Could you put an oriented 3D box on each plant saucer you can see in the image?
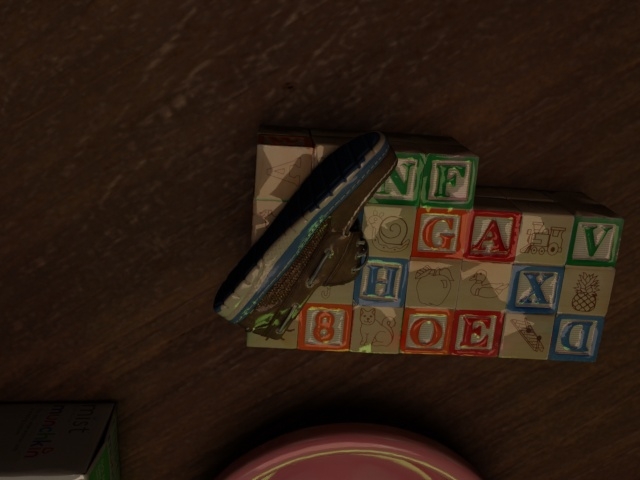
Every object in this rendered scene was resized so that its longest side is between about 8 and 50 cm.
[{"bbox_3d":[0.023,0.314,0.752,0.332,0.084,0.332,-1,109,-3],"label":"plant saucer"}]

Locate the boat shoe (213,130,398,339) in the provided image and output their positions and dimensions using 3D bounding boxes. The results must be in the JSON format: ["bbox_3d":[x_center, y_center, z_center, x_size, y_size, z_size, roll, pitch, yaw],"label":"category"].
[{"bbox_3d":[0.000,0.000,0.568,0.066,0.066,0.183,36,112,-18],"label":"boat shoe"}]

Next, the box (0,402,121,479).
[{"bbox_3d":[-0.301,0.290,0.703,0.231,0.127,0.262,1,107,-2],"label":"box"}]

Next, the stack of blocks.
[{"bbox_3d":[0.090,0.002,0.650,0.297,0.087,0.171,4,108,-5],"label":"stack of blocks"}]
